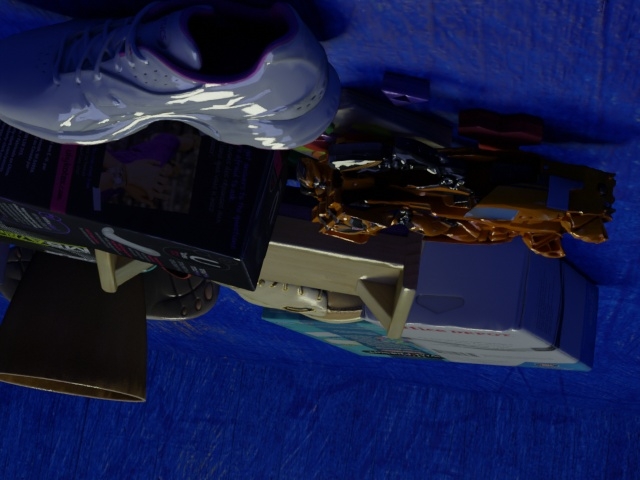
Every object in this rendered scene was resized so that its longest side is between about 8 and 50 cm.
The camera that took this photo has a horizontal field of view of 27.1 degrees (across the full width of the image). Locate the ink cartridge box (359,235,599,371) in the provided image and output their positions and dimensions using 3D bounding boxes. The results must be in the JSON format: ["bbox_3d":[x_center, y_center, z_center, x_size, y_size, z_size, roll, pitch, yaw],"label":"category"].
[{"bbox_3d":[0.224,0.085,1.795,0.223,0.129,0.307,3,167,29],"label":"ink cartridge box"}]

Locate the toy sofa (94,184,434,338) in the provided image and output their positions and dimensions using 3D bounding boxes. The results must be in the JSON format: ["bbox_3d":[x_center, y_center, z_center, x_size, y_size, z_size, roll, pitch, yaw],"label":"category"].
[{"bbox_3d":[-0.061,-0.022,1.469,0.362,0.177,0.150,10,154,1],"label":"toy sofa"}]

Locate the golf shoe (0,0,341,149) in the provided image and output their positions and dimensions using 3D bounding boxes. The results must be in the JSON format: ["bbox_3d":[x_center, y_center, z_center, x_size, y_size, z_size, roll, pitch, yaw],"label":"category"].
[{"bbox_3d":[-0.139,-0.148,1.059,0.306,0.115,0.140,1,157,7],"label":"golf shoe"}]

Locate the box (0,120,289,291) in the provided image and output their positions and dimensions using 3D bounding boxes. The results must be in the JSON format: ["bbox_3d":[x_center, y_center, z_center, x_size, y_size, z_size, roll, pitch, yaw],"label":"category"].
[{"bbox_3d":[-0.178,-0.062,1.292,0.270,0.143,0.165,15,169,4],"label":"box"}]

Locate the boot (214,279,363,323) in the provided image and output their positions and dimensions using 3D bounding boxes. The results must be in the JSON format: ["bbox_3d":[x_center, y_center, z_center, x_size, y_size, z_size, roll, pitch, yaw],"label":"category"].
[{"bbox_3d":[-0.042,0.048,1.915,0.262,0.095,0.203,8,168,24],"label":"boot"}]

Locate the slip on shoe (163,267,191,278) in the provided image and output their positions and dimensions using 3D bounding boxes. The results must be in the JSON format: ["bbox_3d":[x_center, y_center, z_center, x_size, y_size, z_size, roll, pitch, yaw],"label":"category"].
[{"bbox_3d":[-0.282,-0.028,1.707,0.331,0.101,0.123,19,166,-36],"label":"slip on shoe"}]

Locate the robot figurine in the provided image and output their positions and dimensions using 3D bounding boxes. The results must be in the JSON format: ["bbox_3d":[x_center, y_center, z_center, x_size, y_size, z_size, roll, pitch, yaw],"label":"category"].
[{"bbox_3d":[0.119,-0.040,1.266,0.291,0.085,0.211,5,170,-10],"label":"robot figurine"}]

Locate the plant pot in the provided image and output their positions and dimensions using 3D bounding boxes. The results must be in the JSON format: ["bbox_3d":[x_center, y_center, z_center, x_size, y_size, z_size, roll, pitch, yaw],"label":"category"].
[{"bbox_3d":[-0.352,0.095,1.960,0.237,0.254,0.237,9,168,2],"label":"plant pot"}]

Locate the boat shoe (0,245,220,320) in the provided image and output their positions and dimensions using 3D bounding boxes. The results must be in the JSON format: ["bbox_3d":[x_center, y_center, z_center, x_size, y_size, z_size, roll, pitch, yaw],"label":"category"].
[{"bbox_3d":[-0.338,0.072,2.124,0.355,0.132,0.130,7,178,-1],"label":"boat shoe"}]

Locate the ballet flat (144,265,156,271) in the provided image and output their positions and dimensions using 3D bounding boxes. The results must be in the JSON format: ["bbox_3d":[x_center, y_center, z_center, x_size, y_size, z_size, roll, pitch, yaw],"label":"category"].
[{"bbox_3d":[-0.311,-0.009,1.840,0.203,0.074,0.074,21,177,34],"label":"ballet flat"}]

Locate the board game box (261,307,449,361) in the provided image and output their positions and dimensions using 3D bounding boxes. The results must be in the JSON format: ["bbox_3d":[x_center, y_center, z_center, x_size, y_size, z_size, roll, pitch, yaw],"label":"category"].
[{"bbox_3d":[0.099,0.135,2.249,0.254,0.079,0.336,1,166,32],"label":"board game box"}]

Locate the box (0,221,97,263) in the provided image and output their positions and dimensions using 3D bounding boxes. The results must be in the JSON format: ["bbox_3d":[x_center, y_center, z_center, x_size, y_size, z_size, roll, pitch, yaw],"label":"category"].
[{"bbox_3d":[-0.338,-0.025,1.497,0.190,0.045,0.184,12,166,-1],"label":"box"}]

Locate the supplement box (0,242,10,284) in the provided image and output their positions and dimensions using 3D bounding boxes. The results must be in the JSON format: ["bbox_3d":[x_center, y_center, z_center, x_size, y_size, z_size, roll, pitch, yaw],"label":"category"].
[{"bbox_3d":[-0.550,-0.005,1.935,0.239,0.130,0.073,0,166,39],"label":"supplement box"}]

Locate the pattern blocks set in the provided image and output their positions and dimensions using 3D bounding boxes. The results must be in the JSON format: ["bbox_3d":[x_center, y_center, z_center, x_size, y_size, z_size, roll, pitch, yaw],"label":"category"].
[{"bbox_3d":[0.028,-0.105,1.293,0.285,0.026,0.325,15,167,-25],"label":"pattern blocks set"}]
